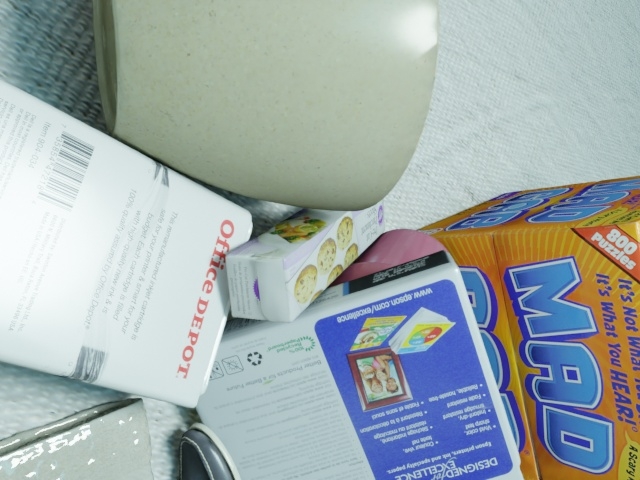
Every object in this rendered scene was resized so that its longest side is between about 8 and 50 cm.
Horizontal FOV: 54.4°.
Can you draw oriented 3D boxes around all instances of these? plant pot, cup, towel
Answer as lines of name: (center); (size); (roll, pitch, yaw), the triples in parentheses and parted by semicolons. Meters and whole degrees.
plant pot: (0.093, 0.086, 0.793); (0.201, 0.201, 0.180); (61, 35, -21)
cup: (-0.080, -0.183, 0.584); (0.237, 0.331, 0.331); (-6, 91, -25)
towel: (-0.262, 0.267, 0.526); (0.282, 0.049, 0.187); (-13, 97, -45)

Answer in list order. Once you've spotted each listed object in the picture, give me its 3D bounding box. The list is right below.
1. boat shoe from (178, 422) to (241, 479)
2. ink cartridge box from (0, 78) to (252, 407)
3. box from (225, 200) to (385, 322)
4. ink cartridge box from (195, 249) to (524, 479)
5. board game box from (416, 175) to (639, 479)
boat shoe: (-0.120, 0.293, 0.640); (0.065, 0.075, 0.206); (-17, 103, -46)
ink cartridge box: (-0.215, 0.015, 0.543); (0.273, 0.115, 0.198); (29, 67, -39)
box: (0.000, 0.000, 0.700); (0.324, 0.063, 0.067); (-36, 126, -64)
ink cartridge box: (0.040, 0.198, 0.671); (0.072, 0.304, 0.307); (-88, 159, -71)
board game box: (0.378, 0.116, 0.936); (0.356, 0.356, 0.356); (-21, 101, -43)
